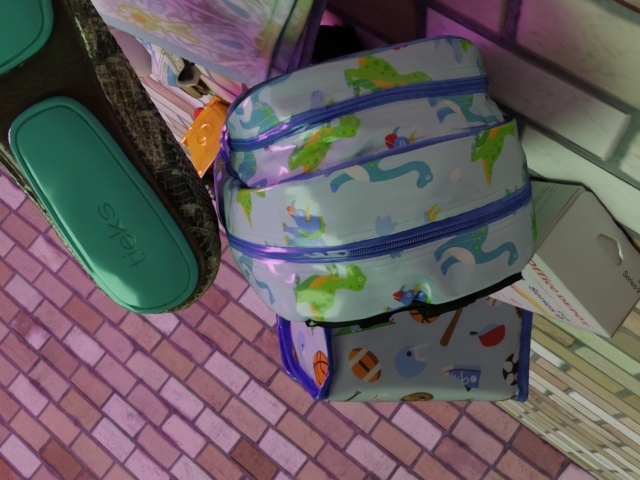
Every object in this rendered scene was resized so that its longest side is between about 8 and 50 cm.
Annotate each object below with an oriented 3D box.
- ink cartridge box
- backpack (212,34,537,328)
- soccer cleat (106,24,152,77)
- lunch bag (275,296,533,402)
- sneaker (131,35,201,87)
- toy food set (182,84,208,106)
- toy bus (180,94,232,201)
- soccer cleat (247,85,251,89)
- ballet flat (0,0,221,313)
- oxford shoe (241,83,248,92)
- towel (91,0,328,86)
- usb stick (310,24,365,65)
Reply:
[{"bbox_3d":[0.235,0.008,0.788,0.154,0.093,0.212,42,169,-24],"label":"ink cartridge box"},{"bbox_3d":[0.036,-0.051,0.606,0.355,0.290,0.273,-102,5,-63],"label":"backpack"},{"bbox_3d":[-0.380,-0.393,1.113,0.331,0.116,0.143,37,136,-28],"label":"soccer cleat"},{"bbox_3d":[0.109,0.133,1.138,0.328,0.238,0.385,4,-178,-14],"label":"lunch bag"},{"bbox_3d":[-0.243,-0.322,1.112,0.086,0.085,0.237,11,165,4],"label":"sneaker"},{"bbox_3d":[-0.278,-0.326,1.379,0.192,0.038,0.132,35,180,-22],"label":"toy food set"},{"bbox_3d":[-0.142,-0.168,1.273,0.220,0.149,0.211,19,-152,-47],"label":"toy bus"},{"bbox_3d":[-0.024,-0.165,0.874,0.248,0.095,0.083,46,-154,-24],"label":"soccer cleat"},{"bbox_3d":[-0.234,-0.148,0.585,0.182,0.164,0.482,-95,-21,-57],"label":"ballet flat"},{"bbox_3d":[-0.071,-0.207,1.026,0.271,0.097,0.098,-147,40,-78],"label":"oxford shoe"},{"bbox_3d":[-0.159,-0.278,0.582,0.375,0.090,0.320,23,166,-6],"label":"towel"},{"bbox_3d":[0.071,-0.143,0.823,0.077,0.045,0.278,21,162,43],"label":"usb stick"}]
